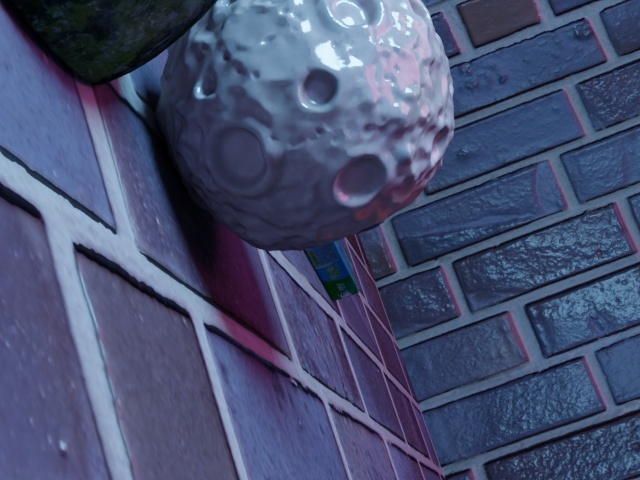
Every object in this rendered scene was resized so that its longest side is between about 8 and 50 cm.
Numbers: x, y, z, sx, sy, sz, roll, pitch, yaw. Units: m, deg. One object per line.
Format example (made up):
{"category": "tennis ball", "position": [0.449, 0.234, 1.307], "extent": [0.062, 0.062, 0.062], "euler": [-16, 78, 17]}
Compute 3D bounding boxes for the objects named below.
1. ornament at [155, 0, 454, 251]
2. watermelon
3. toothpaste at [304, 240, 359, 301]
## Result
{"category": "ornament", "position": [-0.016, -0.123, 0.925], "extent": [0.259, 0.259, 0.225], "euler": [-95, 163, -71]}
{"category": "watermelon", "position": [-0.121, -0.234, 0.711], "extent": [0.176, 0.260, 0.256], "euler": [57, -17, 23]}
{"category": "toothpaste", "position": [0.000, 0.000, 1.660], "extent": [0.267, 0.050, 0.065], "euler": [62, 8, -54]}
